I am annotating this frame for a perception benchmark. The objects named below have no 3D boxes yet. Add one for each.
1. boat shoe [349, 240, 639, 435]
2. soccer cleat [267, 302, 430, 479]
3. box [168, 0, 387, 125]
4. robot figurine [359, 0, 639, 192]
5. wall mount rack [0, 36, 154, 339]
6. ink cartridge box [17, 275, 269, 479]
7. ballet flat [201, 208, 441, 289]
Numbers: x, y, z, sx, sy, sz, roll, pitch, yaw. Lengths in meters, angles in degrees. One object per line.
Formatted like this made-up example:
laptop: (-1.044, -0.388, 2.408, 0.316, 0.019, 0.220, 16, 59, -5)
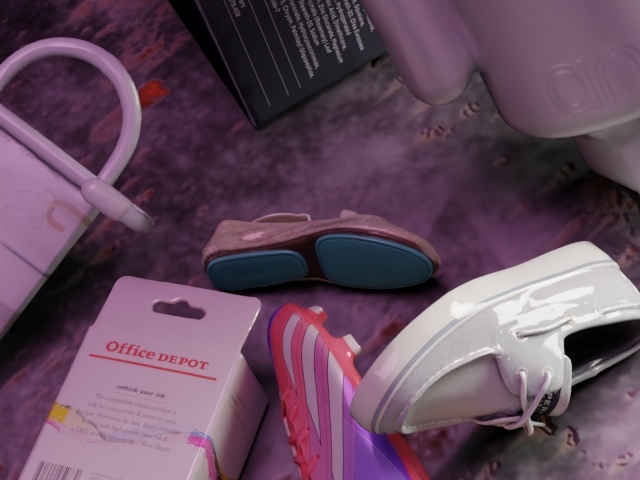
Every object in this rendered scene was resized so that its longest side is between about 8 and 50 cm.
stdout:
boat shoe: (0.117, 0.068, 1.024, 0.227, 0.079, 0.081, -23, 55, -39)
soccer cleat: (0.017, 0.137, 1.052, 0.095, 0.083, 0.248, -35, 55, -3)
box: (-0.010, -0.314, 1.321, 0.312, 0.179, 0.343, -30, 52, -4)
robot figurine: (0.161, -0.205, 1.084, 0.300, 0.353, 0.200, -31, 16, -8)
wall mount rack: (-0.290, -0.020, 1.140, 0.304, 0.130, 0.350, 36, 88, 3)
ink cartridge box: (-0.109, 0.126, 1.105, 0.115, 0.067, 0.198, 10, 60, 23)
ballet flat: (0.000, 0.000, 1.170, 0.168, 0.057, 0.052, -1, 45, 17)
